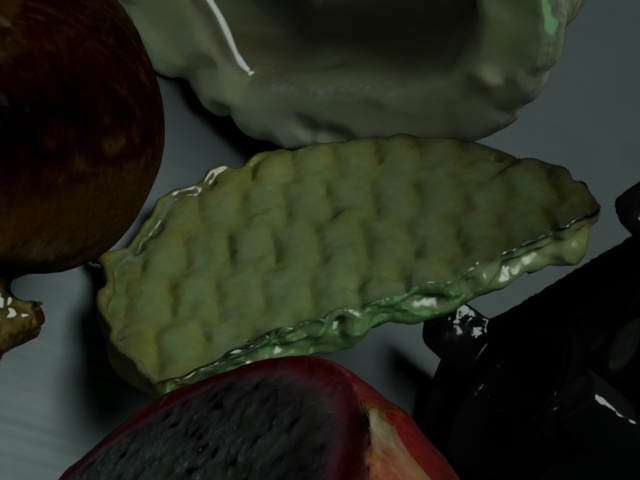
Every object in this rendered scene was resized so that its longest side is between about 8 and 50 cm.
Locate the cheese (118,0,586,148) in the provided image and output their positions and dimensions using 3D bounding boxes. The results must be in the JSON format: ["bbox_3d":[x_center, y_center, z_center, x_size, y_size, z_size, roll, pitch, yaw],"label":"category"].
[{"bbox_3d":[0.006,-0.211,1.030,0.332,0.292,0.153,57,35,-15],"label":"cheese"}]

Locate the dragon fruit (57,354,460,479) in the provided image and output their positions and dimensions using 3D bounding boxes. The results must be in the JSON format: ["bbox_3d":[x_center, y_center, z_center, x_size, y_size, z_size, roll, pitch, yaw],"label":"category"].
[{"bbox_3d":[-0.021,0.214,0.668,0.226,0.305,0.305,47,37,-21],"label":"dragon fruit"}]

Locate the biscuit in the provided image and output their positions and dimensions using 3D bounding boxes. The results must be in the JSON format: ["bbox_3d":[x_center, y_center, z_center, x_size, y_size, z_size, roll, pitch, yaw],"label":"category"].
[{"bbox_3d":[0.000,0.000,0.949,0.273,0.036,0.187,-19,36,-16],"label":"biscuit"}]

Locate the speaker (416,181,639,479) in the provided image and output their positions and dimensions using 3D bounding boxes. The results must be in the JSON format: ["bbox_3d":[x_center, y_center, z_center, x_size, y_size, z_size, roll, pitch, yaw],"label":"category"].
[{"bbox_3d":[0.186,0.137,0.985,0.254,0.232,0.184,40,44,-15],"label":"speaker"}]

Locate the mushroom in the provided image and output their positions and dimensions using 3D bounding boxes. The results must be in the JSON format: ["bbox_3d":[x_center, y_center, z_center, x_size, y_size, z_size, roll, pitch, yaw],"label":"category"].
[{"bbox_3d":[-0.199,-0.072,0.791,0.297,0.163,0.278,-15,72,-53],"label":"mushroom"}]
